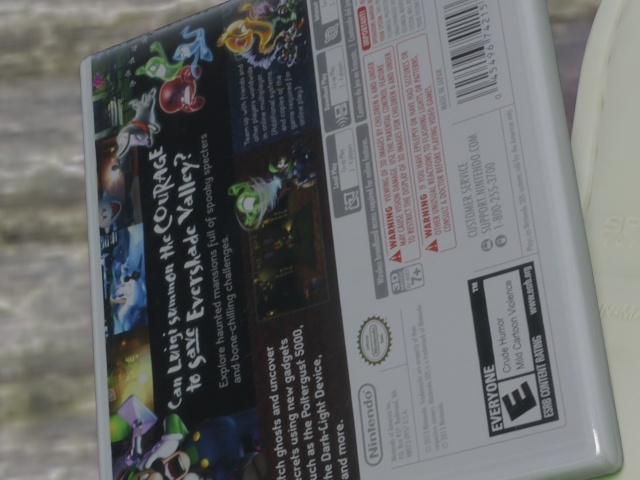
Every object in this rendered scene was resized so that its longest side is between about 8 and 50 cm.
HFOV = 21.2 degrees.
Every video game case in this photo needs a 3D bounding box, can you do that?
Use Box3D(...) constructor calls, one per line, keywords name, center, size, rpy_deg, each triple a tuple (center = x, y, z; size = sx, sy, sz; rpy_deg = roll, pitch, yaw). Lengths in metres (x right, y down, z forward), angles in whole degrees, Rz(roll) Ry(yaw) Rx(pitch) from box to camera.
Box3D(name="video game case", center=(0.000, 0.000, 0.549), size=(0.173, 0.022, 0.190), rpy_deg=(-17, 65, 25))

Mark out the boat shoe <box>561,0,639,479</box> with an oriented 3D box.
Box3D(name="boat shoe", center=(0.139, -0.011, 0.554), size=(0.109, 0.091, 0.305), rpy_deg=(10, 70, 37))
